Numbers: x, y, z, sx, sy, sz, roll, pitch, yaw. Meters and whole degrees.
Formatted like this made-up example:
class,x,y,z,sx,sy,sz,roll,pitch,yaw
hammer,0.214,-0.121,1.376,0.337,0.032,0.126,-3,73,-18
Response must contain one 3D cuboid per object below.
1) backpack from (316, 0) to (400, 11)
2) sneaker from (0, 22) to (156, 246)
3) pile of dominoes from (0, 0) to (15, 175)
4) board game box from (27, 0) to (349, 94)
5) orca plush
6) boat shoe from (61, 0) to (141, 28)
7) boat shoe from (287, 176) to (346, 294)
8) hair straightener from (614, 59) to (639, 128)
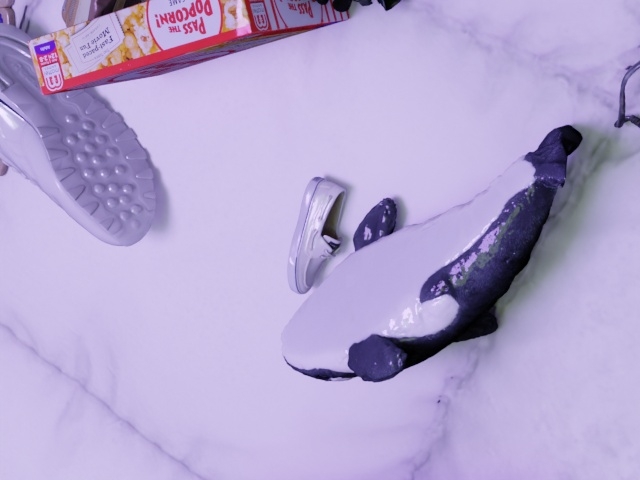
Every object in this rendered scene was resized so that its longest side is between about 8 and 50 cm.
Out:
class,x,y,z,sx,sy,sz,roll,pitch,yaw
backpack,0.063,-0.237,0.702,0.182,0.115,0.152,-3,100,27
sneaker,-0.237,-0.083,0.938,0.235,0.090,0.095,50,136,7
pile of dominoes,-0.398,-0.160,1.021,0.251,0.040,0.196,8,108,27
board game box,-0.097,-0.159,0.794,0.193,0.147,0.045,-9,99,31
orca plush,0.099,0.028,0.797,0.287,0.102,0.151,-48,34,20
boat shoe,-0.170,-0.241,0.861,0.072,0.068,0.190,48,122,22
boat shoe,0.000,0.000,0.852,0.035,0.035,0.100,21,107,25
hair straightener,0.269,-0.136,0.649,0.089,0.047,0.230,37,132,-21
